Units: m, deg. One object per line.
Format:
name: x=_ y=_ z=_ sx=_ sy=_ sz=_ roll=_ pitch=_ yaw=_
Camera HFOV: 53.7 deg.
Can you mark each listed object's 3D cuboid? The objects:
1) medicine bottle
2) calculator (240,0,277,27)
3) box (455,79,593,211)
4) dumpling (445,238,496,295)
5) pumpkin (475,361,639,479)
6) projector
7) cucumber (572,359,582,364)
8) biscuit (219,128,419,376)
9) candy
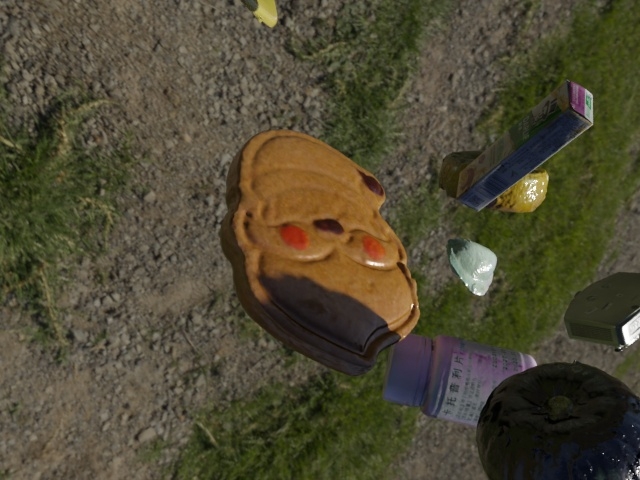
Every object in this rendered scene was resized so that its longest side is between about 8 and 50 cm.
medicine bottle: x=0.246 y=0.251 z=1.135 sx=0.152 sy=0.255 sz=0.151 roll=11 pitch=90 yaw=-86
calculator: x=-0.128 y=-0.463 z=1.051 sx=0.033 sy=0.236 sz=0.157 roll=-23 pitch=165 yaw=19
box: x=0.243 y=-0.109 z=0.773 sx=0.041 sy=0.049 sz=0.207 roll=27 pitch=143 yaw=-13
dumpling: x=0.439 y=0.082 z=1.844 sx=0.217 sy=0.105 sz=0.149 roll=21 pitch=82 yaw=-35
pumpkin: x=0.325 y=0.270 z=0.837 sx=0.233 sy=0.233 sz=0.163 roll=-31 pitch=120 yaw=-21
projector: x=0.723 y=0.168 z=1.548 sx=0.270 sy=0.194 sz=0.088 roll=-28 pitch=107 yaw=-30
cucumber: x=0.484 y=0.401 z=1.312 sx=0.325 sy=0.105 sz=0.145 roll=-35 pitch=135 yaw=-23
biscuit: x=0.000 y=-0.001 z=1.010 sx=0.350 sy=0.455 sz=0.078 roll=8 pitch=141 yaw=-32
candy: x=0.411 y=-0.143 z=1.516 sx=0.260 sy=0.260 sz=0.117 roll=-10 pitch=115 yaw=-36
